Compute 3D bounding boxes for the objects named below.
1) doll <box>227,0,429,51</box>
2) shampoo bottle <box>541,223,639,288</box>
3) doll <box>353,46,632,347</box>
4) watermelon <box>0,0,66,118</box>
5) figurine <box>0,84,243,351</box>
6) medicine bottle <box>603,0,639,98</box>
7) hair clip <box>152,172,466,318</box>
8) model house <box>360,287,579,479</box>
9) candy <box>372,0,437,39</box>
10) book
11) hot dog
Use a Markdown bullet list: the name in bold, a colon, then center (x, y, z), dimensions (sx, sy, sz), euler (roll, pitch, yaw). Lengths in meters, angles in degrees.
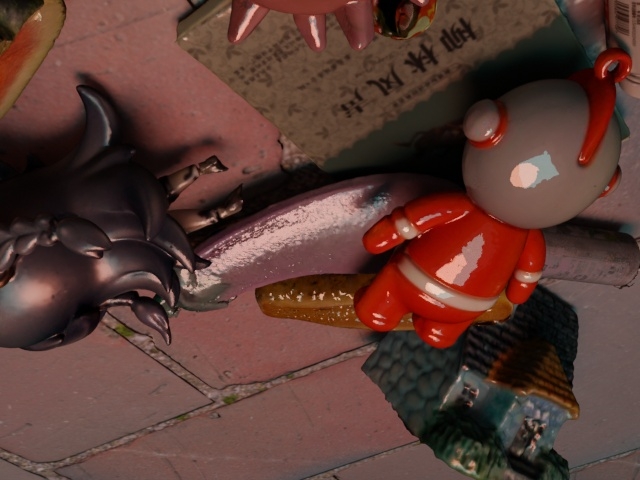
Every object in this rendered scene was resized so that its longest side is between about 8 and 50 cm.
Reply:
- **doll**: center (-0.017, -0.227, 0.495), dimensions (0.261, 0.093, 0.211), euler (-5, 121, 19)
- **shampoo bottle**: center (0.261, 0.010, 0.866), dimensions (0.213, 0.072, 0.072), euler (7, 137, -19)
- **doll**: center (0.161, -0.034, 0.696), dimensions (0.199, 0.105, 0.336), euler (18, 124, -24)
- **watermelon**: center (-0.262, -0.125, 0.557), dimensions (0.128, 0.159, 0.303), euler (-13, 168, -45)
- **figurine**: center (-0.221, -0.003, 0.680), dimensions (0.265, 0.175, 0.197), euler (-40, 142, 22)
- **medicine bottle**: center (0.276, -0.188, 0.625), dimensions (0.079, 0.079, 0.140), euler (-18, 140, 10)
- **hair clip**: center (0.000, -0.002, 0.768), dimensions (0.358, 0.110, 0.095), euler (-10, -176, 5)
- **model house**: center (0.244, 0.160, 0.953), dimensions (0.261, 0.226, 0.241), euler (27, 98, -38)
- **candy**: center (0.070, -0.225, 0.525), dimensions (0.055, 0.049, 0.185), euler (13, 129, 1)
- **book**: center (0.095, -0.139, 0.683), dimensions (0.264, 0.031, 0.379), euler (-30, 136, 24)
- **hot dog**: center (0.070, 0.058, 0.854), dimensions (0.288, 0.068, 0.083), euler (1, 137, 9)
